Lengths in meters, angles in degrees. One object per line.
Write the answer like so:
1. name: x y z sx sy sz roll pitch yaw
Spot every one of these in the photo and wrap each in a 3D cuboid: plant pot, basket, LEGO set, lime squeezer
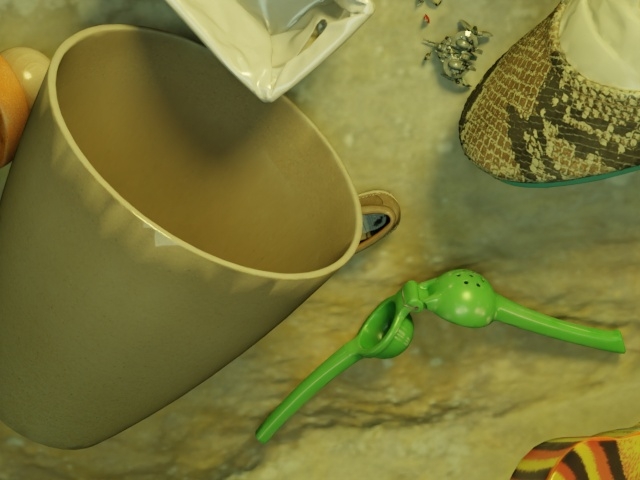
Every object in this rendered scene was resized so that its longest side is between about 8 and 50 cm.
1. plant pot: -0.147 0.025 1.413 0.256 0.256 0.274 31 122 -9
2. basket: -0.053 -0.204 1.394 0.113 0.103 0.167 -40 104 12
3. LEGO set: 0.101 -0.155 1.449 0.054 0.023 0.083 -37 103 12
4. lime squeezer: 0.083 0.078 1.517 0.310 0.059 0.110 -15 137 4

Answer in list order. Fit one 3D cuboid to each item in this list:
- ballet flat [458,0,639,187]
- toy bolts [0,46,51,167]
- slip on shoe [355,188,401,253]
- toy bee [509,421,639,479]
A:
1. ballet flat: 0.329 -0.172 1.359 0.482 0.164 0.182 -12 145 2
2. toy bolts: -0.300 -0.176 1.401 0.218 0.158 0.228 37 140 28
3. slip on shoe: 0.000 0.000 1.490 0.135 0.041 0.051 -19 106 6
4. toy bee: 0.268 0.178 1.501 0.195 0.298 0.162 -6 79 37
